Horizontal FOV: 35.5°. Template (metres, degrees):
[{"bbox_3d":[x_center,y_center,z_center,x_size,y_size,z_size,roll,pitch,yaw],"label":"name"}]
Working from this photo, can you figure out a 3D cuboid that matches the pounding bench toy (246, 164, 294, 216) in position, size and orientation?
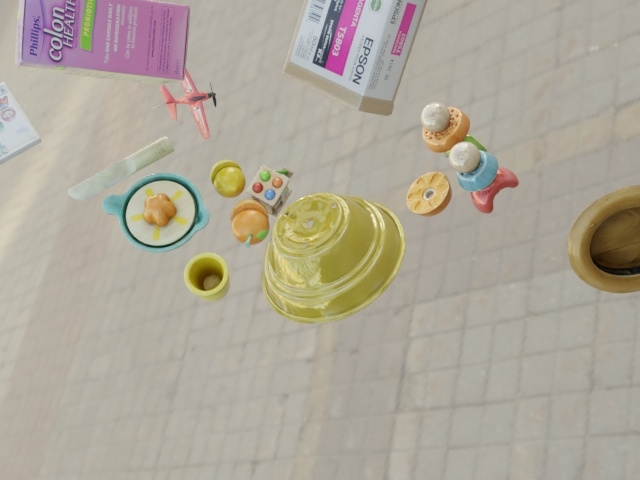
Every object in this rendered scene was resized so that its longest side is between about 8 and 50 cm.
[{"bbox_3d":[-0.074,-0.093,1.596,0.083,0.052,0.065,-59,-11,-14],"label":"pounding bench toy"}]

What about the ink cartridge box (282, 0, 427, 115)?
[{"bbox_3d":[0.058,-0.347,1.631,0.193,0.088,0.235,31,111,39],"label":"ink cartridge box"}]

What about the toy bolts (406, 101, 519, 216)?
[{"bbox_3d":[0.251,-0.148,1.974,0.218,0.158,0.228,-49,41,0],"label":"toy bolts"}]

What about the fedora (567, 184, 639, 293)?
[{"bbox_3d":[0.463,-0.013,1.518,0.194,0.194,0.079,-52,20,20],"label":"fedora"}]

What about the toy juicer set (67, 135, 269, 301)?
[{"bbox_3d":[-0.227,-0.070,1.578,0.209,0.329,0.089,-49,-18,-13],"label":"toy juicer set"}]

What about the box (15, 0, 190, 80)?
[{"bbox_3d":[-0.347,-0.317,1.565,0.213,0.242,0.117,-159,73,-70],"label":"box"}]

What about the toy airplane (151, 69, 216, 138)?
[{"bbox_3d":[-0.241,-0.249,1.784,0.151,0.151,0.028,-33,5,42],"label":"toy airplane"}]

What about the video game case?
[{"bbox_3d":[-0.609,-0.196,1.810,0.157,0.143,0.019,-32,-18,-14],"label":"video game case"}]

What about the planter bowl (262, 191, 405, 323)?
[{"bbox_3d":[0.000,0.000,1.373,0.217,0.090,0.217,-15,47,17],"label":"planter bowl"}]
